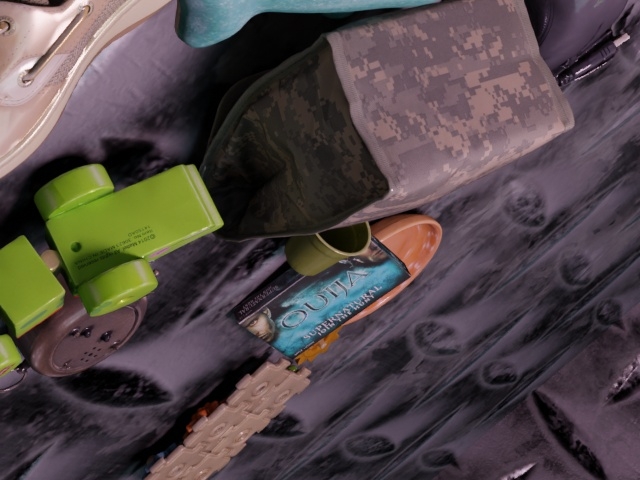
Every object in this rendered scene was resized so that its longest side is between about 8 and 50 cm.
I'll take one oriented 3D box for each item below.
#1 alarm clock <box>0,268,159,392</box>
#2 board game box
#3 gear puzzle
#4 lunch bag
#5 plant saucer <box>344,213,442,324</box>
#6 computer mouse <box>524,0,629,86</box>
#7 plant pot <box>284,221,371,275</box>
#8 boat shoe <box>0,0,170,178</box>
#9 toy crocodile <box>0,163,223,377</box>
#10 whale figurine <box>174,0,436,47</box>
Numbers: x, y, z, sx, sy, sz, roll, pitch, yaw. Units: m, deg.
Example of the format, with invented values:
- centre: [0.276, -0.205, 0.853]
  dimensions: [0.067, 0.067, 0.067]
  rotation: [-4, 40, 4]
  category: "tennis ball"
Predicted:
- centre: [-0.244, 0.088, 1.204]
  dimensions: [0.192, 0.064, 0.129]
  rotation: [-39, 158, 9]
  category: "alarm clock"
- centre: [0.003, 0.063, 1.498]
  dimensions: [0.186, 0.026, 0.126]
  rotation: [-37, 141, 12]
  category: "board game box"
- centre: [-0.102, 0.212, 1.684]
  dimensions: [0.339, 0.044, 0.175]
  rotation: [-44, 156, 5]
  category: "gear puzzle"
- centre: [0.039, -0.099, 1.130]
  dimensions: [0.235, 0.169, 0.287]
  rotation: [-21, 177, -36]
  category: "lunch bag"
- centre: [0.067, 0.033, 1.602]
  dimensions: [0.200, 0.037, 0.200]
  rotation: [-31, 156, -15]
  category: "plant saucer"
- centre: [0.256, -0.218, 1.252]
  dimensions: [0.188, 0.072, 0.272]
  rotation: [-31, 156, -13]
  category: "computer mouse"
- centre: [0.000, 0.000, 1.398]
  dimensions: [0.083, 0.083, 0.079]
  rotation: [-15, 160, -45]
  category: "plant pot"
- centre: [-0.196, -0.140, 0.795]
  dimensions: [0.302, 0.109, 0.098]
  rotation: [-43, 153, -5]
  category: "boat shoe"
- centre: [-0.241, 0.034, 1.038]
  dimensions: [0.340, 0.115, 0.105]
  rotation: [-30, 175, -16]
  category: "toy crocodile"
- centre: [0.018, -0.220, 0.916]
  dimensions: [0.272, 0.141, 0.216]
  rotation: [-32, 157, -14]
  category: "whale figurine"
